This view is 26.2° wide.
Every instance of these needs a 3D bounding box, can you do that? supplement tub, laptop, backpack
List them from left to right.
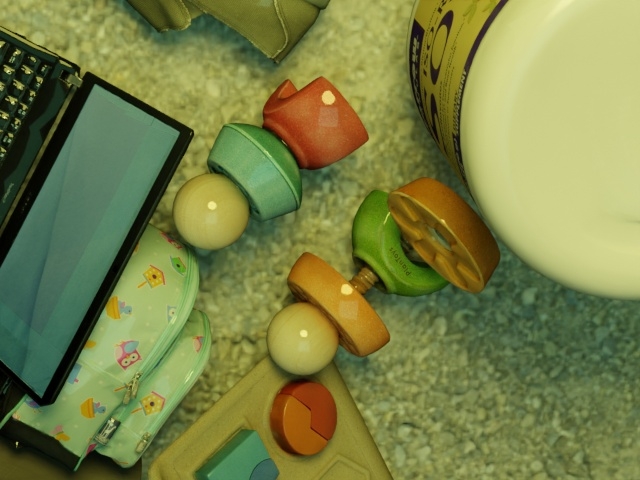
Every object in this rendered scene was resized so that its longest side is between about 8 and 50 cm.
[{"bbox_3d":[-0.266,-0.044,1.032,0.264,0.136,0.234,28,92,-9],"label":"laptop"},{"bbox_3d":[-0.167,0.075,1.101,0.144,0.166,0.188,26,106,-15],"label":"backpack"},{"bbox_3d":[0.191,-0.121,0.978,0.241,0.331,0.241,-2,110,-6],"label":"supplement tub"}]

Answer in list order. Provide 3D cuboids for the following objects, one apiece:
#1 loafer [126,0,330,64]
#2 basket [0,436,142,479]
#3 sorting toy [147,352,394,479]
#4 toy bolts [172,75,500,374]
[{"bbox_3d":[-0.117,-0.200,1.045,0.251,0.094,0.087,18,103,-12],"label":"loafer"},{"bbox_3d":[-0.276,0.205,1.138,0.227,0.204,0.154,19,145,-17],"label":"basket"},{"bbox_3d":[-0.004,0.249,1.168,0.041,0.229,0.307,-6,119,44],"label":"sorting toy"},{"bbox_3d":[0.000,0.000,1.066,0.158,0.218,0.228,-42,103,-13],"label":"toy bolts"}]
